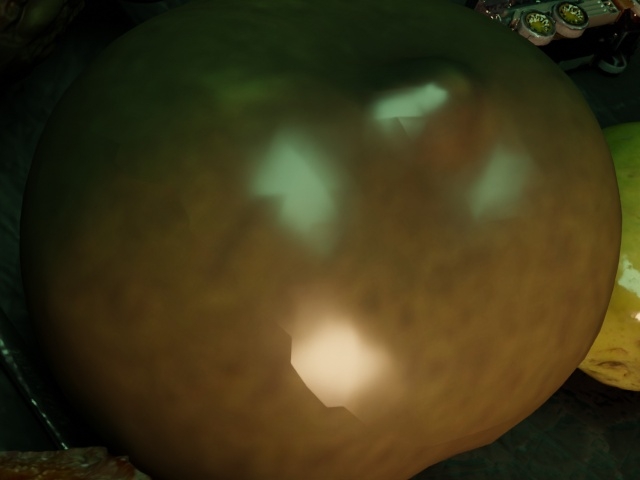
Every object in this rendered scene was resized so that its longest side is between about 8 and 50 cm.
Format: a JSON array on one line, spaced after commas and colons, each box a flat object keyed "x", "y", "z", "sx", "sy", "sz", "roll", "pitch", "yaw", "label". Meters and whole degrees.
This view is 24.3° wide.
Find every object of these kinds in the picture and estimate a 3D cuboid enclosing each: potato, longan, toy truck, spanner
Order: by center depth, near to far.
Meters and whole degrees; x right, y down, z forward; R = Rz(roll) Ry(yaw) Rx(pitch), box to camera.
[{"x": 0.000, "y": 0.000, "z": 0.902, "sx": 0.361, "sy": 0.361, "sz": 0.361, "roll": 11, "pitch": 54, "yaw": -16, "label": "longan"}, {"x": -0.182, "y": 0.095, "z": 0.960, "sx": 0.054, "sy": 0.015, "sz": 0.254, "roll": -28, "pitch": 72, "yaw": -33, "label": "spanner"}, {"x": 0.248, "y": 0.009, "z": 1.118, "sx": 0.197, "sy": 0.148, "sz": 0.228, "roll": 10, "pitch": 52, "yaw": -1, "label": "potato"}, {"x": 0.199, "y": -0.190, "z": 1.273, "sx": 0.192, "sy": 0.083, "sz": 0.092, "roll": -16, "pitch": 60, "yaw": -30, "label": "toy truck"}]

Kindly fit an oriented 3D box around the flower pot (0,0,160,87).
[{"x": -0.225, "y": -0.236, "z": 1.026, "sx": 0.267, "sy": 0.266, "sz": 0.266, "roll": -24, "pitch": 70, "yaw": -46, "label": "flower pot"}]

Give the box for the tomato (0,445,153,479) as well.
[{"x": -0.226, "y": 0.219, "z": 0.718, "sx": 0.338, "sy": 0.338, "sz": 0.144, "roll": -15, "pitch": 102, "yaw": -30, "label": "tomato"}]
